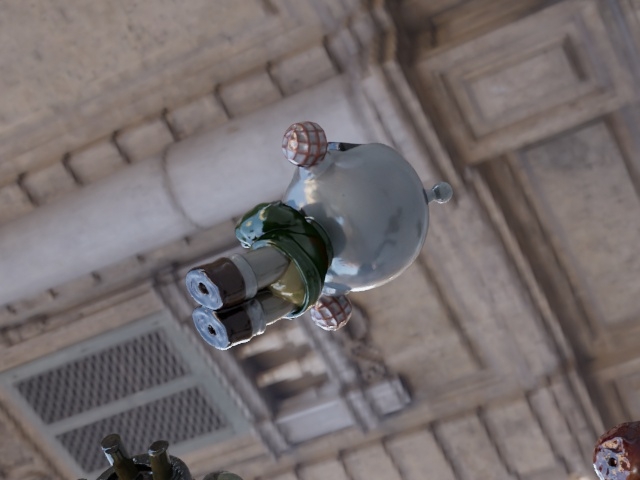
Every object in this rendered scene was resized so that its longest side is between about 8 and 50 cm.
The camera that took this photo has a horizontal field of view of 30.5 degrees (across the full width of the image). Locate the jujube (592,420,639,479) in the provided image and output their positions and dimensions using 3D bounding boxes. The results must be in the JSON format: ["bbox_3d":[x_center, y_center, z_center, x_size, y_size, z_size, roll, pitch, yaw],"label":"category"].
[{"bbox_3d":[0.340,0.219,1.215,0.129,0.077,0.077,-8,-105,-33],"label":"jujube"}]

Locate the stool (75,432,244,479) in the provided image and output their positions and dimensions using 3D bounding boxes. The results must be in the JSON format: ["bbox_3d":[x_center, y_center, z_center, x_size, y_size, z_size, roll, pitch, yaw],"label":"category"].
[{"bbox_3d":[-0.219,0.332,1.549,0.153,0.228,0.139,-125,13,-55],"label":"stool"}]

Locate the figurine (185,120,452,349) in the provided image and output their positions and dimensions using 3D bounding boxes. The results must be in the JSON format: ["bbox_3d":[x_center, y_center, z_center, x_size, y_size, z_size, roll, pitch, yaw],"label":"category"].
[{"bbox_3d":[0.000,0.000,1.407,0.370,0.167,0.281,-31,-55,-37],"label":"figurine"}]
